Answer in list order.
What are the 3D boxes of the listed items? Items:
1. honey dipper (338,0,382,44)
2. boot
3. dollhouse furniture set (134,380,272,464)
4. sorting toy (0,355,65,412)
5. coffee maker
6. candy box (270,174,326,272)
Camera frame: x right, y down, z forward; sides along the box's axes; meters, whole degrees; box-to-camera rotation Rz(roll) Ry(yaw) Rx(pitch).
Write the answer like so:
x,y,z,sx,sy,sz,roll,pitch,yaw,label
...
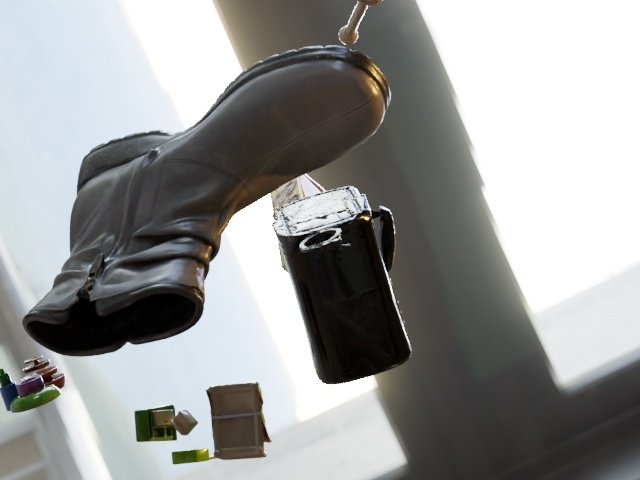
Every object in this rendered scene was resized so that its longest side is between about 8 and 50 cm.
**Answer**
x,y,z,sx,sy,sz,roll,pitch,yaw,label
0.037,-0.207,1.583,0.030,0.030,0.160,64,-12,10,honey dipper
-0.090,-0.019,1.514,0.118,0.338,0.222,46,34,-30,boot
-0.109,0.185,1.785,0.058,0.152,0.076,4,79,-64,dollhouse furniture set
-0.284,0.137,1.728,0.102,0.061,0.042,-96,167,-84,sorting toy
0.017,0.055,1.832,0.171,0.120,0.178,-56,132,-62,coffee maker
0.000,0.000,2.094,0.109,0.053,0.186,39,18,-25,candy box
